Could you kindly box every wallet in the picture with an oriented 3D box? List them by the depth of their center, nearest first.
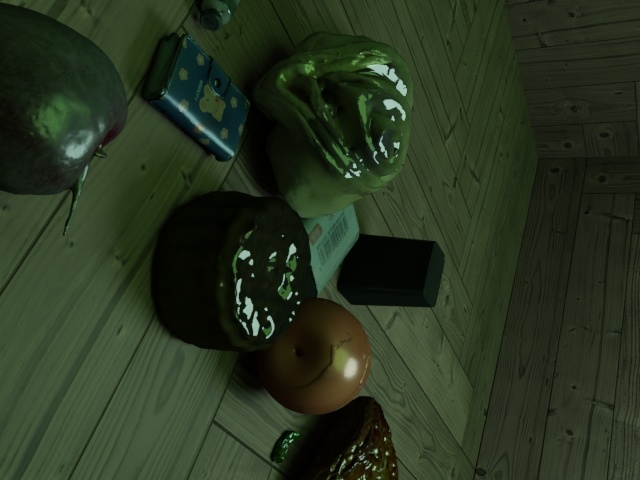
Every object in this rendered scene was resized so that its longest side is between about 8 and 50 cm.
[{"bbox_3d":[-0.203,-0.243,1.079,0.202,0.059,0.141,40,56,-53],"label":"wallet"}]

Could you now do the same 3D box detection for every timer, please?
[{"bbox_3d":[-0.013,0.229,1.268,0.215,0.229,0.230,38,59,-70],"label":"timer"}]

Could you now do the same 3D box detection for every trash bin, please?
[{"bbox_3d":[0.178,0.077,1.584,0.115,0.225,0.165,48,52,-49],"label":"trash bin"}]

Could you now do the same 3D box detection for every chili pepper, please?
[{"bbox_3d":[-0.077,0.444,1.374,0.091,0.034,0.030,-48,165,-49],"label":"chili pepper"}]

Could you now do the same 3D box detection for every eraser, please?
[{"bbox_3d":[0.000,0.000,1.420,0.227,0.081,0.174,-53,139,-45],"label":"eraser"}]

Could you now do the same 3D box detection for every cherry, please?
[{"bbox_3d":[-0.334,-0.158,0.738,0.266,0.183,0.213,55,31,-28],"label":"cherry"}]

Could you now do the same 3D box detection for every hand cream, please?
[{"bbox_3d":[-0.161,-0.478,1.153,0.088,0.055,0.256,61,36,-48],"label":"hand cream"}]

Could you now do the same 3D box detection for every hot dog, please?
[{"bbox_3d":[0.074,0.542,1.488,0.387,0.174,0.267,-46,128,-48],"label":"hot dog"}]

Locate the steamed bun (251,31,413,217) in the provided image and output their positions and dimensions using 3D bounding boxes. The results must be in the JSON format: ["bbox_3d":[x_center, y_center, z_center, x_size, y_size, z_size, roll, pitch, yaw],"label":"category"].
[{"bbox_3d":[0.046,-0.229,1.249,0.352,0.247,0.339,-34,116,-17],"label":"steamed bun"}]

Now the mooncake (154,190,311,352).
[{"bbox_3d":[-0.137,0.055,1.112,0.290,0.161,0.290,-13,105,-59],"label":"mooncake"}]
